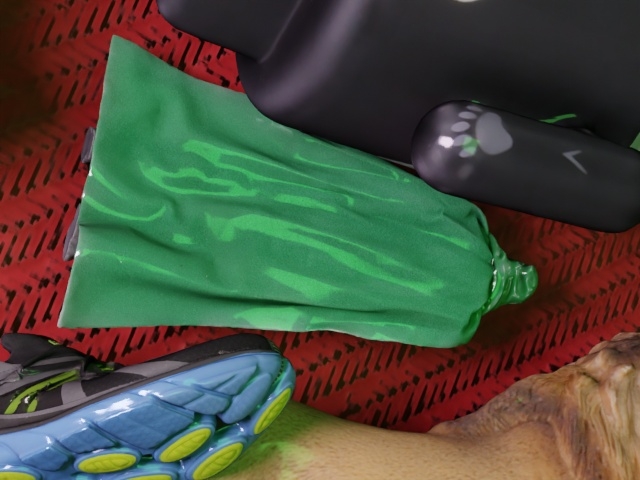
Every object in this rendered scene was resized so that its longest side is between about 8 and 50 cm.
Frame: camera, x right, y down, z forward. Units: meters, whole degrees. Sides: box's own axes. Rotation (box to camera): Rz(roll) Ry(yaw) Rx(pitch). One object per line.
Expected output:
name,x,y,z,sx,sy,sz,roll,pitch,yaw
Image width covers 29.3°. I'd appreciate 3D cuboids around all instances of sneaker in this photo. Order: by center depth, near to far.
sneaker,-0.102,0.066,0.497,0.067,0.188,0.078,56,24,-48

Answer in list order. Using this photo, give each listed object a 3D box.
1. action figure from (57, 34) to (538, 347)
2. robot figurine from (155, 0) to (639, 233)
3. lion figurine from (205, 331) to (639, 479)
action figure,0.000,0.000,0.579,0.232,0.063,0.137,14,75,-18
robot figurine,0.068,-0.110,0.550,0.278,0.173,0.209,15,82,-23
lion figurine,0.024,0.134,0.555,0.392,0.142,0.240,13,78,-18
